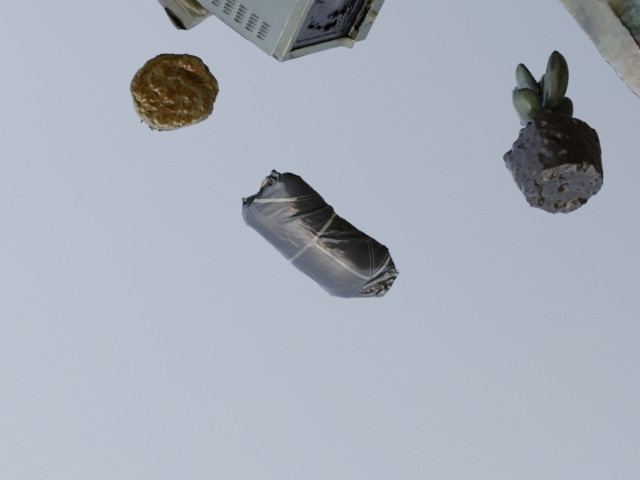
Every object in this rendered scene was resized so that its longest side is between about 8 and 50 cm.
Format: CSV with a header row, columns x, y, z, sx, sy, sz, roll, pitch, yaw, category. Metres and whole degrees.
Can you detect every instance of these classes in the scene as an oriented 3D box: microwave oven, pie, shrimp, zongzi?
x,y,z,sx,sy,sz,roll,pitch,yaw,category
-0.050,-0.533,2.386,0.286,0.218,0.355,37,-148,16,microwave oven
-0.310,-0.317,2.422,0.194,0.163,0.079,-10,-165,-21,pie
0.409,-0.332,1.439,0.445,0.221,0.110,46,-178,1,shrimp
-0.316,-0.641,2.559,0.260,0.123,0.289,50,-146,-29,zongzi

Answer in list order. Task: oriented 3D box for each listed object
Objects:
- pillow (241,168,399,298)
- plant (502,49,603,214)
x,y,z,sx,sy,sz,roll,pitch,yaw,category
0.000,0.000,2.204,0.335,0.161,0.092,42,-146,-15,pillow
0.382,-0.184,1.935,0.149,0.146,0.274,22,-131,-37,plant
